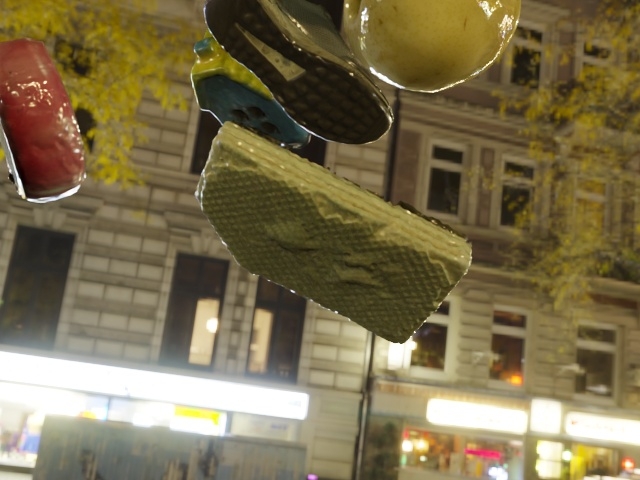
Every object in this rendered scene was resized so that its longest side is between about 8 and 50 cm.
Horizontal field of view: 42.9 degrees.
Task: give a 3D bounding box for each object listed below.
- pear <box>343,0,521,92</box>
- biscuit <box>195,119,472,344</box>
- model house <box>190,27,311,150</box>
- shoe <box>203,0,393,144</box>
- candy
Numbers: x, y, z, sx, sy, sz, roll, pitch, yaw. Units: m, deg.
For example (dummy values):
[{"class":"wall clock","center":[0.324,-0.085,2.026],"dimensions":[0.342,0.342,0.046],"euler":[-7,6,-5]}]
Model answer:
[{"class":"pear","center":[0.190,-0.400,1.401],"dimensions":[0.309,0.309,0.309],"euler":[7,-13,2]},{"class":"biscuit","center":[0.000,0.000,0.756],"dimensions":[0.252,0.052,0.150],"euler":[28,-41,-5]},{"class":"model house","center":[-0.136,-0.356,1.696],"dimensions":[0.216,0.237,0.303],"euler":[-1,-30,31]},{"class":"shoe","center":[-0.015,-0.293,1.279],"dimensions":[0.336,0.171,0.132],"euler":[41,-52,-5]},{"class":"candy","center":[-0.181,-0.074,0.510],"dimensions":[0.043,0.103,0.103],"euler":[-21,-2,-23]}]
